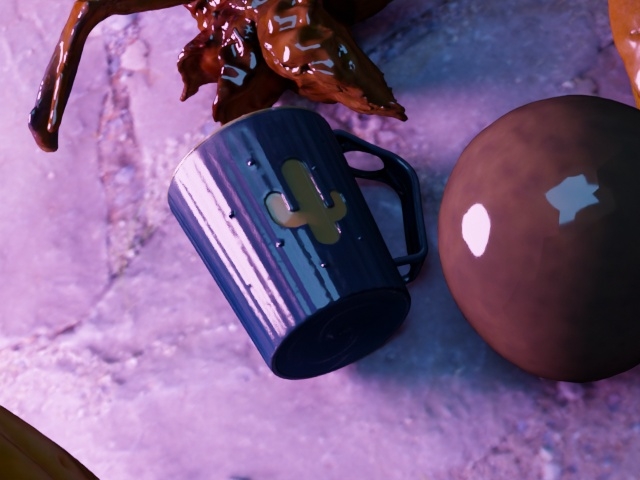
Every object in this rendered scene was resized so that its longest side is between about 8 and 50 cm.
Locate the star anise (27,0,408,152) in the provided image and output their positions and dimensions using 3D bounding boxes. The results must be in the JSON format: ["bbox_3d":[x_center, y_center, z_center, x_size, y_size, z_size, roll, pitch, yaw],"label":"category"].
[{"bbox_3d":[-0.060,-0.153,1.079,0.346,0.148,0.237,-24,56,-7],"label":"star anise"}]

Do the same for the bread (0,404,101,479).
[{"bbox_3d":[-0.227,0.276,0.775,0.250,0.394,0.361,33,73,16],"label":"bread"}]

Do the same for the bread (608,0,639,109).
[{"bbox_3d":[0.299,-0.164,0.975,0.195,0.142,0.270,-1,61,17],"label":"bread"}]

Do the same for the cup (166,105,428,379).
[{"bbox_3d":[0.000,0.000,1.002,0.176,0.131,0.155,-16,61,-21],"label":"cup"}]

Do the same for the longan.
[{"bbox_3d":[0.175,0.001,0.915,0.204,0.159,0.185,11,90,16],"label":"longan"}]
